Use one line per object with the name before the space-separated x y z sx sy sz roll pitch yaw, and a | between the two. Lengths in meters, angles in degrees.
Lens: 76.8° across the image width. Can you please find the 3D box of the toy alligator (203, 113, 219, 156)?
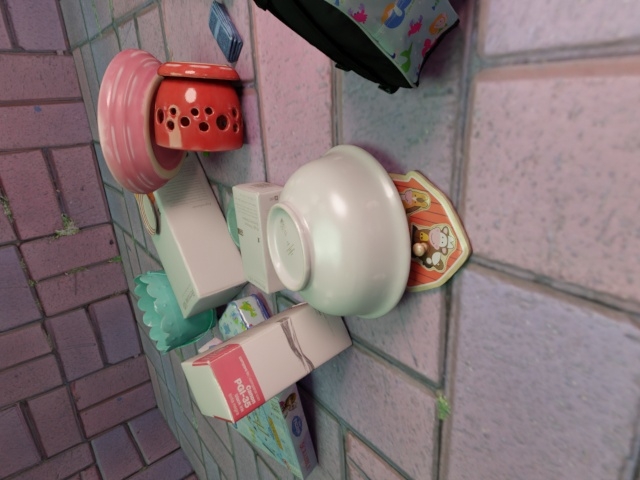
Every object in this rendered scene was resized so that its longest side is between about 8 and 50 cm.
toy alligator | -0.279 -0.307 1.020 0.051 0.056 0.190 -84 5 -57

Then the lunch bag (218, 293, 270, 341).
lunch bag | -0.204 0.264 1.132 0.176 0.090 0.219 61 144 17

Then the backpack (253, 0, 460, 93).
backpack | 0.021 -0.297 0.433 0.225 0.253 0.191 46 118 34

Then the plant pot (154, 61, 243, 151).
plant pot | -0.267 -0.293 0.884 0.191 0.191 0.174 26 121 46

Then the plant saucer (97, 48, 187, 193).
plant saucer | -0.400 -0.275 0.970 0.332 0.084 0.332 5 -90 -86

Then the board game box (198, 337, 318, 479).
board game box | -0.169 0.449 1.094 0.318 0.066 0.319 14 127 38

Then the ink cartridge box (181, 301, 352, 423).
ink cartridge box | -0.107 0.229 0.816 0.207 0.283 0.117 -29 85 55

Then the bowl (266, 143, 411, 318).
bowl | 0.000 0.000 0.661 0.298 0.134 0.298 33 129 52

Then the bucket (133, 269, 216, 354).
bucket | -0.480 0.217 1.345 0.281 0.183 0.281 30 130 43

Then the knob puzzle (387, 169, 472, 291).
knob puzzle | 0.131 -0.007 0.602 0.213 0.030 0.213 27 125 46

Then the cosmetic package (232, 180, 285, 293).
cosmetic package | -0.125 -0.009 0.907 0.117 0.085 0.231 20 120 49

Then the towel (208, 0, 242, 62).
towel | -0.211 -0.450 0.875 0.119 0.029 0.067 61 145 15

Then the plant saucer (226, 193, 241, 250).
plant saucer | -0.201 -0.037 1.041 0.195 0.037 0.195 28 127 45

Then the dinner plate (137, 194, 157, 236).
dinner plate | -0.491 -0.081 1.154 0.141 0.017 0.141 27 125 46

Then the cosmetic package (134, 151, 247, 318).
cosmetic package | -0.396 -0.025 1.207 0.453 0.161 0.230 63 144 12
